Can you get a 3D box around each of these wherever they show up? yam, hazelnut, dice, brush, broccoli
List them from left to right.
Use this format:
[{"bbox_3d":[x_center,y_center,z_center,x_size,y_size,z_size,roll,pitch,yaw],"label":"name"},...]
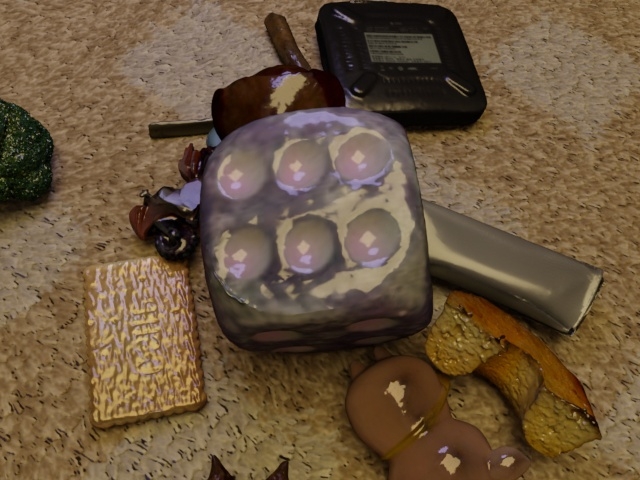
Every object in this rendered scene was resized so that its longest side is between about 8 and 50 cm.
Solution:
[{"bbox_3d":[-0.504,-0.134,0.992,0.156,0.195,0.195,-38,66,14],"label":"broccoli"},{"bbox_3d":[-0.204,-0.206,1.129,0.190,0.034,0.027,-8,52,-10],"label":"brush"},{"bbox_3d":[-0.069,-0.191,0.983,0.202,0.170,0.160,16,56,12],"label":"hazelnut"},{"bbox_3d":[-0.032,-0.300,1.194,0.045,0.045,0.326,-32,64,16],"label":"yam"},{"bbox_3d":[0.000,0.000,0.862,0.270,0.271,0.270,-8,71,5],"label":"dice"}]

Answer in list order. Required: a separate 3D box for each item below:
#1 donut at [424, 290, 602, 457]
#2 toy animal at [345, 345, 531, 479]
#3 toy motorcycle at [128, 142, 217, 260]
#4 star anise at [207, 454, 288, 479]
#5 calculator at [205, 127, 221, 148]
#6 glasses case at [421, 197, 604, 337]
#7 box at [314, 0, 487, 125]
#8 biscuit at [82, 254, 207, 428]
[{"bbox_3d":[0.268,0.173,0.899,0.259,0.101,0.152,39,22,11],"label":"donut"},{"bbox_3d":[0.128,0.248,0.846,0.165,0.149,0.248,-36,57,-7],"label":"toy animal"},{"bbox_3d":[-0.223,-0.069,1.011,0.118,0.084,0.212,13,61,11],"label":"toy motorcycle"},{"bbox_3d":[-0.085,0.360,0.766,0.196,0.111,0.212,-37,74,-16],"label":"star anise"},{"bbox_3d":[-0.056,-0.127,1.078,0.303,0.042,0.188,17,69,8],"label":"calculator"},{"bbox_3d":[0.273,0.045,1.007,0.308,0.083,0.128,24,67,7],"label":"glasses case"},{"bbox_3d":[0.147,-0.335,1.209,0.290,0.073,0.288,-2,60,-12],"label":"box"},{"bbox_3d":[-0.256,0.137,0.927,0.160,0.030,0.249,-9,61,-12],"label":"biscuit"}]
